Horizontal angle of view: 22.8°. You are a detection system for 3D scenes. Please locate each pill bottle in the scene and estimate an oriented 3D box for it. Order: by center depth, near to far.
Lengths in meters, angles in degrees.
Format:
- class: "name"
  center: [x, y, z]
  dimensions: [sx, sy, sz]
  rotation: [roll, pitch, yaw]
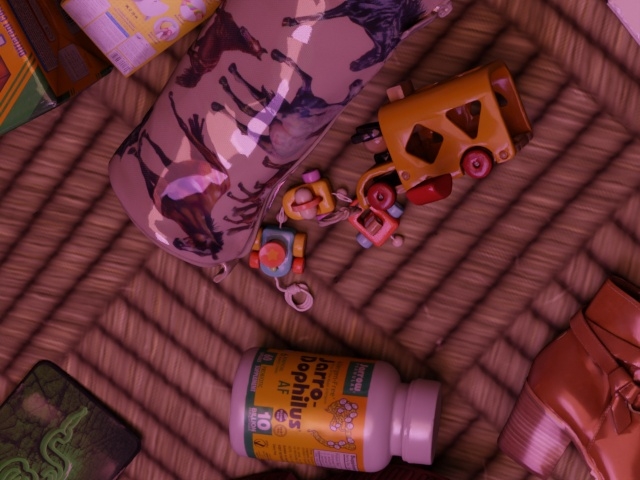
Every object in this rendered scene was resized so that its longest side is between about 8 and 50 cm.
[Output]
- class: "pill bottle"
  center: [0.018, 0.179, 1.654]
  dimensions: [0.208, 0.117, 0.117]
  rotation: [6, 108, 10]

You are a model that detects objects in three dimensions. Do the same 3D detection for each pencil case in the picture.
- class: "pencil case"
  center: [-0.036, -0.158, 1.538]
  dimensions: [0.183, 0.160, 0.410]
  rotation: [42, 110, 9]

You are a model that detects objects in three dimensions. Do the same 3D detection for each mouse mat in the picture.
- class: "mouse mat"
  center: [-0.310, 0.247, 1.747]
  dimensions: [0.152, 0.007, 0.189]
  rotation: [40, 84, 4]

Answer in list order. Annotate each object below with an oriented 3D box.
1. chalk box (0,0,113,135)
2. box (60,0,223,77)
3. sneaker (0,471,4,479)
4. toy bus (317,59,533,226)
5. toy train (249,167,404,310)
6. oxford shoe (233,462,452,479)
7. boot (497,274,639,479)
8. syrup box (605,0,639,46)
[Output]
- class: "chalk box"
  center: [-0.392, -0.169, 1.593]
  dimensions: [0.289, 0.179, 0.180]
  rotation: [-26, 100, 17]
- class: "box"
  center: [-0.158, -0.255, 1.581]
  dimensions: [0.179, 0.043, 0.105]
  rotation: [-32, 115, 20]
- class: "sneaker"
  center: [-0.290, 0.371, 1.779]
  dimensions: [0.290, 0.106, 0.123]
  rotation: [46, 112, -4]
- class: "toy bus"
  center: [0.097, -0.101, 1.500]
  dimensions: [0.202, 0.191, 0.104]
  rotation: [-25, 98, -23]
- class: "toy train"
  center: [0.000, 0.000, 1.640]
  dimensions: [0.125, 0.046, 0.166]
  rotation: [45, 109, -5]
- class: "oxford shoe"
  center: [0.032, 0.319, 1.678]
  dimensions: [0.348, 0.123, 0.130]
  rotation: [-4, 115, 36]
- class: "boot"
  center: [0.347, 0.183, 1.611]
  dimensions: [0.283, 0.109, 0.220]
  rotation: [33, 106, 7]
- class: "syrup box"
  center: [0.383, -0.260, 1.458]
  dimensions: [0.237, 0.096, 0.093]
  rotation: [-37, 95, 19]
